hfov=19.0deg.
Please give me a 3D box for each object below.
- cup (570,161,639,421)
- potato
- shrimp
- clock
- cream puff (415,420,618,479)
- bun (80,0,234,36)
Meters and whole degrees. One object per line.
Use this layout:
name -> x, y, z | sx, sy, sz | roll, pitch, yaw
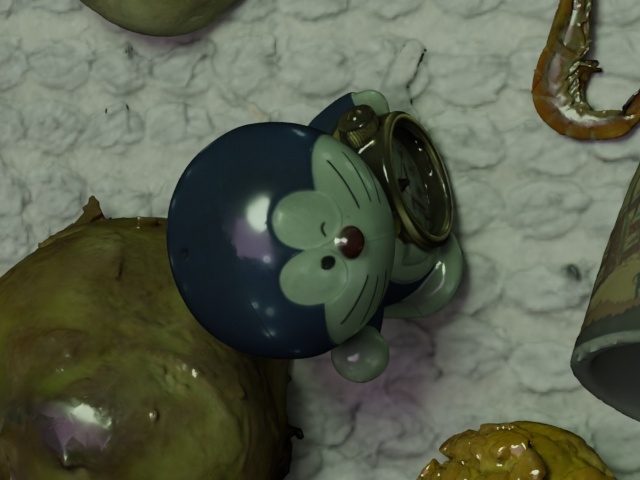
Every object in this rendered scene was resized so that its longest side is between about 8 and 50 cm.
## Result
cup -> 0.319, -0.012, 1.126 | 0.301, 0.227, 0.257 | 7, 72, 30
potato -> -0.169, 0.118, 1.380 | 0.289, 0.237, 0.300 | 3, 91, 28
shrimp -> 0.190, -0.131, 1.312 | 0.091, 0.025, 0.127 | 9, 99, 27
clock -> 0.000, 0.000, 1.291 | 0.147, 0.243, 0.199 | -12, 87, 29
cream puff -> 0.122, 0.209, 1.268 | 0.189, 0.129, 0.189 | -17, 68, 51
bun -> -0.132, -0.243, 1.427 | 0.173, 0.113, 0.166 | 46, 110, 17
